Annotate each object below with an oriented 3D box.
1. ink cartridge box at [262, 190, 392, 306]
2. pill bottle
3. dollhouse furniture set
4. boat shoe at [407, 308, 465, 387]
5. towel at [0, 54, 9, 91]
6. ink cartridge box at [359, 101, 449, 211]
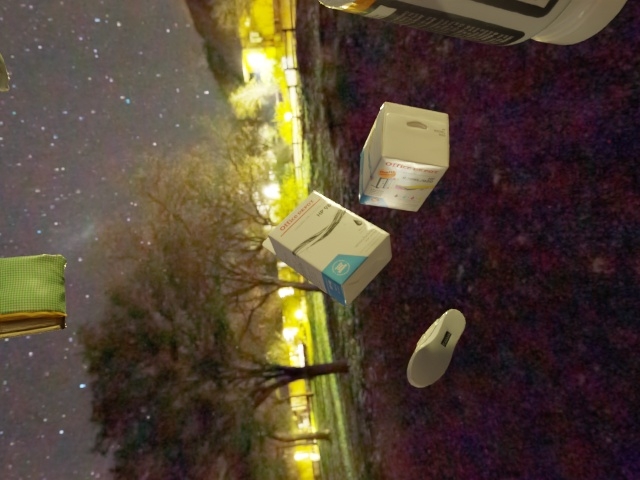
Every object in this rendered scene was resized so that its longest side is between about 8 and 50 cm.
[{"bbox_3d":[0.000,0.000,0.727,0.180,0.104,0.060,33,157,30],"label":"ink cartridge box"},{"bbox_3d":[0.138,-0.269,0.454,0.162,0.278,0.162,-178,90,-67],"label":"pill bottle"},{"bbox_3d":[-0.715,0.109,1.071,0.151,0.301,0.198,117,141,-60],"label":"dollhouse furniture set"},{"bbox_3d":[0.118,0.115,0.533,0.100,0.035,0.035,-51,-1,-32],"label":"boat shoe"},{"bbox_3d":[-0.469,-0.240,0.362,0.321,0.090,0.374,62,-154,-5],"label":"towel"},{"bbox_3d":[0.210,-0.209,1.307,0.233,0.171,0.168,112,165,-64],"label":"ink cartridge box"}]
